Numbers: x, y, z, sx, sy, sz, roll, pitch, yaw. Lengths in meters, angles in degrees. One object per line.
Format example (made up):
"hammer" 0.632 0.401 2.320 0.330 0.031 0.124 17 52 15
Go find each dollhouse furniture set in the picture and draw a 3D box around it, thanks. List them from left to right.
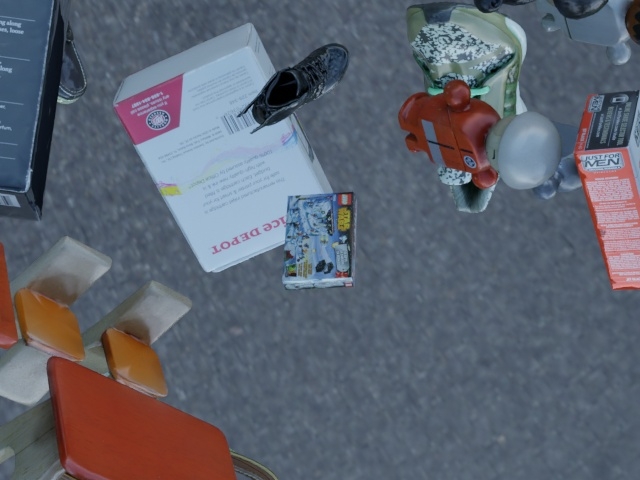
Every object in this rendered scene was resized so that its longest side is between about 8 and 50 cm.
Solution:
"dollhouse furniture set" -0.134 0.103 0.753 0.135 0.262 0.259 -38 137 20

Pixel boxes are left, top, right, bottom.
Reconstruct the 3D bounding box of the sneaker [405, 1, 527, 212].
"sneaker" 0.203 -0.170 1.824 0.158 0.182 0.410 2 154 19

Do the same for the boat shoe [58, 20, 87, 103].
"boat shoe" -0.254 -0.197 1.219 0.056 0.049 0.152 -44 110 -46

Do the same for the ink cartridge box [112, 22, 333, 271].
"ink cartridge box" -0.139 -0.137 2.013 0.226 0.131 0.306 -22 116 9

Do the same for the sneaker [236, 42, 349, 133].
"sneaker" -0.028 -0.180 1.568 0.170 0.089 0.051 -38 90 -11

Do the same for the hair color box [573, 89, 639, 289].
"hair color box" 0.231 -0.036 1.014 0.043 0.072 0.141 -3 131 26

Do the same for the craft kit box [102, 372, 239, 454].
"craft kit box" -0.112 0.237 1.363 0.250 0.246 0.061 40 85 -33

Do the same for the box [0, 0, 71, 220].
"box" -0.293 -0.122 0.821 0.261 0.103 0.184 7 80 -6

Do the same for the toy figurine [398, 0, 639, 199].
"toy figurine" 0.189 -0.136 1.082 0.209 0.148 0.213 11 96 -45

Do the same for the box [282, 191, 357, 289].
"box" 0.000 0.000 1.790 0.094 0.137 0.027 -3 148 10

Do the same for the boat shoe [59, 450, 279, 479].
"boat shoe" -0.118 0.179 0.988 0.178 0.060 0.064 12 87 6
